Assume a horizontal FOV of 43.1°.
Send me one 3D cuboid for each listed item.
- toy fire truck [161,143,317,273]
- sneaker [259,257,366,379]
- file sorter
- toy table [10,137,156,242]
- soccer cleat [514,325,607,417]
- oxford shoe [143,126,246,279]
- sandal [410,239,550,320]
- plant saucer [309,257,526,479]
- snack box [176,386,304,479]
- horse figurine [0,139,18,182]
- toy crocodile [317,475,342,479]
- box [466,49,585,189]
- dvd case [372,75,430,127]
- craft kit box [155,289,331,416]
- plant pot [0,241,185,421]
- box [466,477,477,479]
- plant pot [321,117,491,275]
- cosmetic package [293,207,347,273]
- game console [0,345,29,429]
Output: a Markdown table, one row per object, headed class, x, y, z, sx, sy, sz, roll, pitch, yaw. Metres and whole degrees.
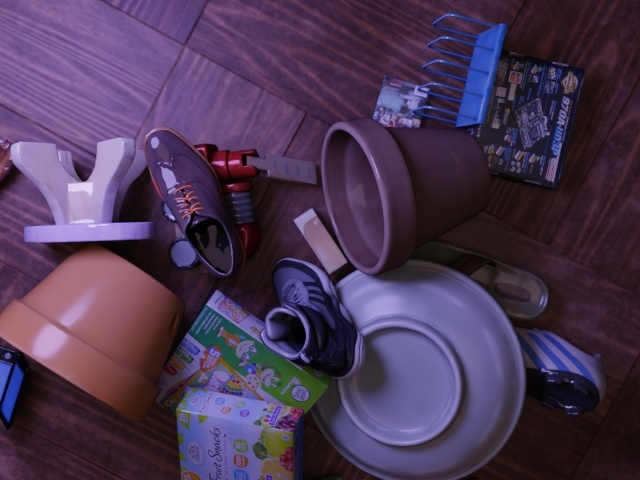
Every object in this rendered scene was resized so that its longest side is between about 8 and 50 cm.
| class | x | y | z | sx | sy | sz | roll | pitch | yaw |
| --- | --- | --- | --- | --- | --- | --- | --- | --- | --- |
| toy fire truck | -0.133 | -0.065 | 1.406 | 0.246 | 0.158 | 0.217 | -7 | 93 | 9 |
| sneaker | -0.040 | 0.113 | 1.344 | 0.101 | 0.153 | 0.268 | -52 | 49 | 18 |
| file sorter | 0.234 | -0.291 | 1.395 | 0.104 | 0.118 | 0.170 | 13 | 93 | -10 |
| toy table | -0.386 | -0.078 | 1.349 | 0.274 | 0.252 | 0.161 | -2 | 90 | 29 |
| soccer cleat | 0.344 | 0.204 | 1.447 | 0.331 | 0.143 | 0.116 | 21 | 125 | 17 |
| oxford shoe | -0.198 | -0.062 | 1.289 | 0.097 | 0.098 | 0.271 | -31 | 94 | -1 |
| sandal | 0.266 | 0.072 | 1.437 | 0.302 | 0.086 | 0.120 | 10 | 93 | -2 |
| plant saucer | 0.142 | 0.232 | 1.376 | 0.400 | 0.100 | 0.401 | 1 | 93 | 18 |
| snack box | -0.136 | 0.354 | 1.382 | 0.207 | 0.070 | 0.175 | 8 | 119 | 14 |
| horse figurine | -0.641 | -0.074 | 1.420 | 0.174 | 0.066 | 0.263 | 19 | 90 | 4 |
| toy crocodile | -0.117 | 0.495 | 1.442 | 0.340 | 0.105 | 0.115 | -12 | 93 | -1 |
| box | 0.357 | -0.215 | 1.442 | 0.175 | 0.051 | 0.220 | 12 | 93 | -2 |
| dvd case | 0.140 | -0.227 | 1.456 | 0.087 | 0.013 | 0.119 | 15 | 94 | -2 |
| craft kit box | -0.143 | 0.247 | 1.402 | 0.246 | 0.061 | 0.250 | 33 | 120 | -5 |
| plant pot | -0.362 | 0.139 | 1.345 | 0.291 | 0.291 | 0.203 | 33 | 76 | -3 |
| box | 0.199 | 0.540 | 1.441 | 0.232 | 0.127 | 0.149 | -16 | 94 | -1 |
| plant pot | 0.152 | -0.091 | 1.368 | 0.229 | 0.263 | 0.263 | -14 | 93 | -20 |
| cosmetic package | 0.000 | 0.000 | 1.441 | 0.041 | 0.060 | 0.115 | -34 | 95 | 0 |
| game console | -0.573 | 0.256 | 1.435 | 0.107 | 0.071 | 0.122 | 18 | 92 | -3 |
